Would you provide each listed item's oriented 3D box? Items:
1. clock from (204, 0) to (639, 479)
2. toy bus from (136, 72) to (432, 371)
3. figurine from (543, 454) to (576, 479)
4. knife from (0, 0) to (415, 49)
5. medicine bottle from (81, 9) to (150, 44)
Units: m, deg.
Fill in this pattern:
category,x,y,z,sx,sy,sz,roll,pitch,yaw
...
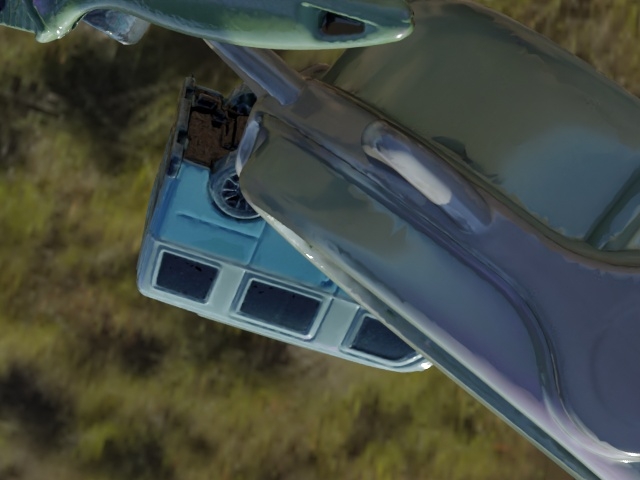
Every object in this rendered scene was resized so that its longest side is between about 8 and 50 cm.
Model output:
category,x,y,z,sx,sy,sz,roll,pitch,yaw
clock,0.092,0.017,0.674,0.109,0.265,0.324,-50,130,-2
toy bus,0.000,0.000,1.354,0.271,0.133,0.165,18,121,-10
figurine,0.190,0.243,1.469,0.222,0.325,0.124,-6,136,43
knife,-0.087,-0.086,0.594,0.293,0.020,0.043,16,114,38
medicine bottle,-0.082,-0.272,1.138,0.141,0.141,0.293,31,98,-23
